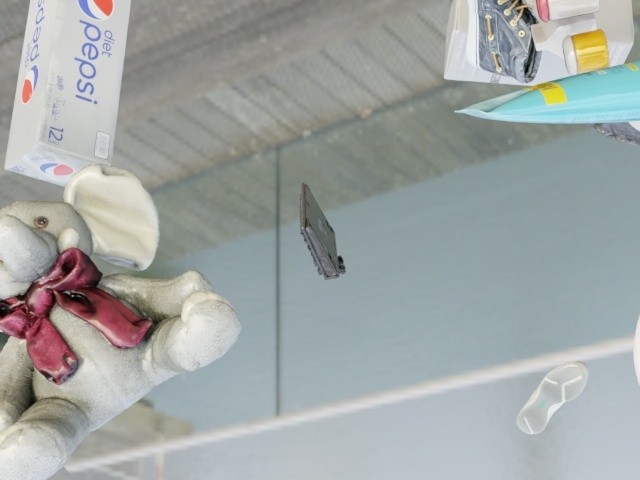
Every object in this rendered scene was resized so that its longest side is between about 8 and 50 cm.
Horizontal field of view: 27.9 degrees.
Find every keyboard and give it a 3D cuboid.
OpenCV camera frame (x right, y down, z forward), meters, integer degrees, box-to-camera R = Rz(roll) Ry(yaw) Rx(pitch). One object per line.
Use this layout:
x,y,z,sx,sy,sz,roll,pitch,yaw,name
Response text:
0.000,0.000,1.537,0.023,0.180,0.108,-28,105,8,keyboard

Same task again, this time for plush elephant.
-0.264,0.058,1.314,0.272,0.255,0.330,-34,-175,-7,plush elephant

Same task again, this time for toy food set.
0.215,-0.247,1.289,0.104,0.232,0.111,-10,129,7,toy food set

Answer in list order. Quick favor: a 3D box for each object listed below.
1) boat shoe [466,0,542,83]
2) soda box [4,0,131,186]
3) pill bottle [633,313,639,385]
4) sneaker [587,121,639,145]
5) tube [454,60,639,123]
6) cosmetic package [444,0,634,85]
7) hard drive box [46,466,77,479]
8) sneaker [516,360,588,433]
0.214,-0.267,1.464,0.083,0.065,0.183,26,141,32,boat shoe
-0.283,-0.211,1.471,0.091,0.286,0.098,17,155,-32,soda box
0.490,0.124,1.320,0.169,0.169,0.301,24,170,-42,pill bottle
0.383,-0.153,1.418,0.237,0.086,0.085,11,154,30,sneaker
0.212,-0.109,0.980,0.207,0.052,0.080,-8,-178,-7,tube
0.292,-0.279,1.740,0.238,0.107,0.127,6,154,2,cosmetic package
-0.372,0.316,1.566,0.181,0.089,0.232,34,176,39,hard drive box
0.345,0.222,1.910,0.053,0.061,0.152,38,126,2,sneaker
